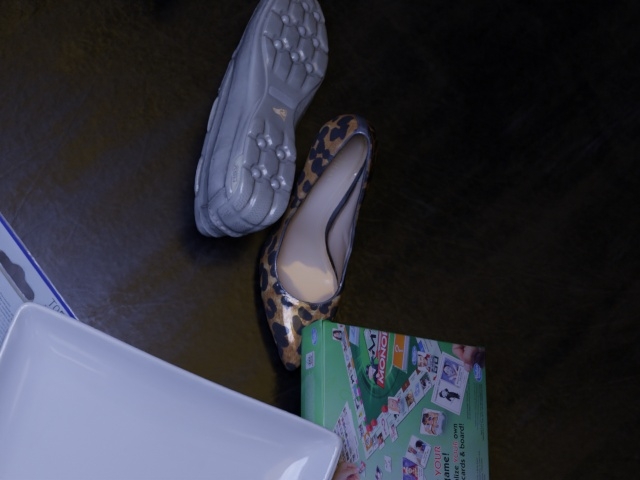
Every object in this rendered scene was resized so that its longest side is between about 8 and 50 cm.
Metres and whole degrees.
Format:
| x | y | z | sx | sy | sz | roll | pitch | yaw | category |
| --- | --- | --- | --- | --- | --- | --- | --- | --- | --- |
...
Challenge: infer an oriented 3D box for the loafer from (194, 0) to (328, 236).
| x | y | z | sx | sy | sz | roll | pitch | yaw | category |
| --- | --- | --- | --- | --- | --- | --- | --- | --- | --- |
| -0.071 | -0.146 | 1.671 | 0.112 | 0.111 | 0.319 | 37 | 52 | -31 | loafer |

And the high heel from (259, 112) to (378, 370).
| x | y | z | sx | sy | sz | roll | pitch | yaw | category |
| --- | --- | --- | --- | --- | --- | --- | --- | --- | --- |
| 0.000 | 0.000 | 1.614 | 0.093 | 0.186 | 0.261 | 12 | 76 | -11 | high heel |

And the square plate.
| x | y | z | sx | sy | sz | roll | pitch | yaw | category |
| --- | --- | --- | --- | --- | --- | --- | --- | --- | --- |
| -0.190 | 0.278 | 1.436 | 0.347 | 0.049 | 0.344 | 26 | 77 | -17 | square plate |

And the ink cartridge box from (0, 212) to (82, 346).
| x | y | z | sx | sy | sz | roll | pitch | yaw | category |
| --- | --- | --- | --- | --- | --- | --- | --- | --- | --- |
| -0.343 | 0.081 | 1.519 | 0.224 | 0.045 | 0.223 | -39 | 83 | 21 | ink cartridge box |

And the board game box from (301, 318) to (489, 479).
| x | y | z | sx | sy | sz | roll | pitch | yaw | category |
| --- | --- | --- | --- | --- | --- | --- | --- | --- | --- |
| 0.080 | 0.253 | 1.602 | 0.214 | 0.046 | 0.317 | 12 | 68 | -29 | board game box |
